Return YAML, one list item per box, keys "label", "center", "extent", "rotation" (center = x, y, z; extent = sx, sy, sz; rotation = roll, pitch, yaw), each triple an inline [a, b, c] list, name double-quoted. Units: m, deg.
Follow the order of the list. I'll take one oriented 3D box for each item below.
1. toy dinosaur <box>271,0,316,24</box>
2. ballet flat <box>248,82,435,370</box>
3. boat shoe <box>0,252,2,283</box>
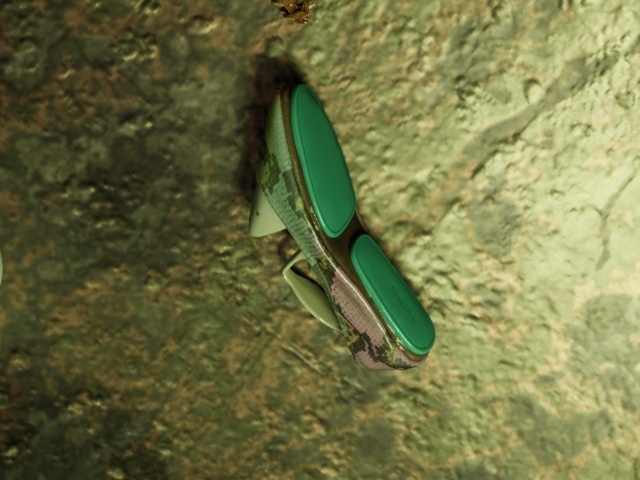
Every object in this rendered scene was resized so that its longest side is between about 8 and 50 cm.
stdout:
- label: "toy dinosaur"
  center: [-0.044, -0.306, 1.173]
  extent: [0.218, 0.164, 0.322]
  rotation: [-7, 129, 21]
- label: "ballet flat"
  center: [0.000, 0.000, 1.302]
  extent: [0.079, 0.077, 0.221]
  rotation: [-19, 109, 30]
- label: "boat shoe"
  center: [-0.340, -0.064, 1.275]
  extent: [0.118, 0.103, 0.320]
  rotation: [-31, 105, 13]
